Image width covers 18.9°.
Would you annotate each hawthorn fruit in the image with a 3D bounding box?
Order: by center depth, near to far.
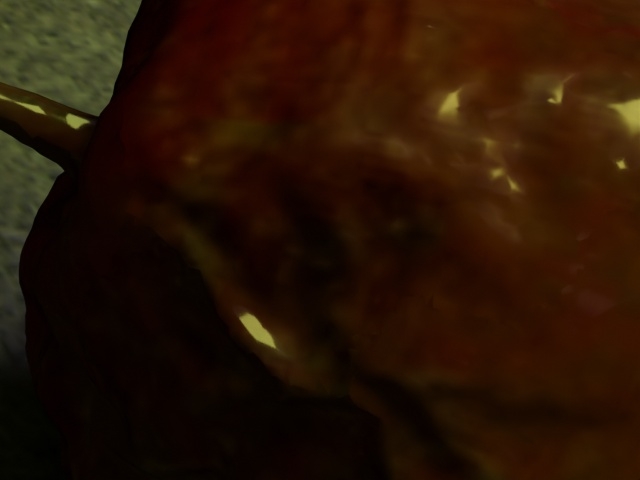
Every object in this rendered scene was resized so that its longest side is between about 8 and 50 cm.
[{"bbox_3d":[0.000,0.000,0.467,0.243,0.207,0.207,22,36,-15],"label":"hawthorn fruit"}]
